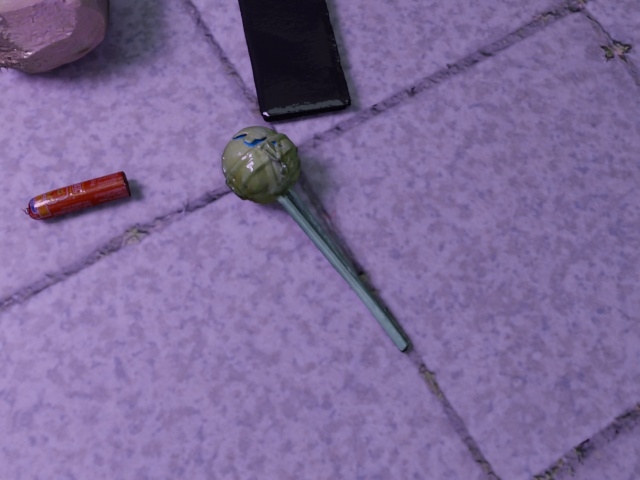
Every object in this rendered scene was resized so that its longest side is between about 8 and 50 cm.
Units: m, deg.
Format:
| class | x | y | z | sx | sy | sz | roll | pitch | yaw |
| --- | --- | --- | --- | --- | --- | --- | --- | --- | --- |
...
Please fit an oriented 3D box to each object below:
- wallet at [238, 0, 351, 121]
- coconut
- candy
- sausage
| class | x | y | z | sx | sy | sz | roll | pitch | yaw |
| --- | --- | --- | --- | --- | --- | --- | --- | --- | --- |
| wallet | -0.042 | -0.280 | 0.892 | 0.124 | 0.025 | 0.244 | -11 | 74 | -7 |
| coconut | -0.353 | -0.312 | 0.808 | 0.194 | 0.194 | 0.194 | 1 | 71 | -3 |
| candy | 0.000 | 0.000 | 0.783 | 0.335 | 0.092 | 0.093 | 53 | 39 | 6 |
| sausage | -0.304 | -0.053 | 0.797 | 0.129 | 0.034 | 0.034 | -16 | 73 | -9 |
